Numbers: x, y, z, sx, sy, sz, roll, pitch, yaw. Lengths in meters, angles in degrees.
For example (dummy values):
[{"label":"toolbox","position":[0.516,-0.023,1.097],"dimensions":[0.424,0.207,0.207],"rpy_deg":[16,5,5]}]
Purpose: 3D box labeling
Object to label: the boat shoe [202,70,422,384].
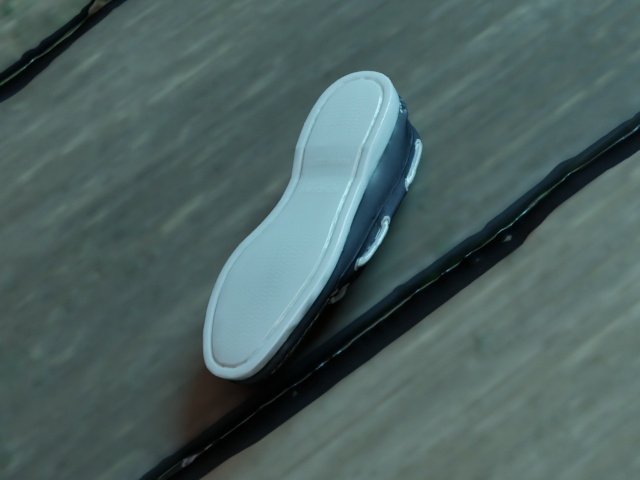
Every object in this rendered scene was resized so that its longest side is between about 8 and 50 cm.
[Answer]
[{"label":"boat shoe","position":[0.000,0.000,0.566],"dimensions":[0.046,0.038,0.125],"rpy_deg":[4,59,38]}]
